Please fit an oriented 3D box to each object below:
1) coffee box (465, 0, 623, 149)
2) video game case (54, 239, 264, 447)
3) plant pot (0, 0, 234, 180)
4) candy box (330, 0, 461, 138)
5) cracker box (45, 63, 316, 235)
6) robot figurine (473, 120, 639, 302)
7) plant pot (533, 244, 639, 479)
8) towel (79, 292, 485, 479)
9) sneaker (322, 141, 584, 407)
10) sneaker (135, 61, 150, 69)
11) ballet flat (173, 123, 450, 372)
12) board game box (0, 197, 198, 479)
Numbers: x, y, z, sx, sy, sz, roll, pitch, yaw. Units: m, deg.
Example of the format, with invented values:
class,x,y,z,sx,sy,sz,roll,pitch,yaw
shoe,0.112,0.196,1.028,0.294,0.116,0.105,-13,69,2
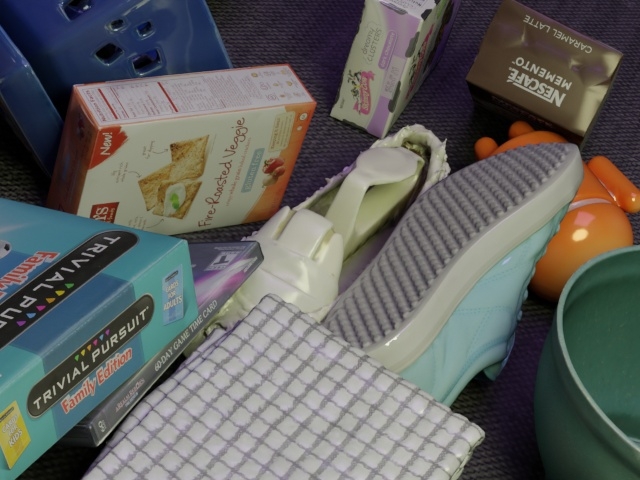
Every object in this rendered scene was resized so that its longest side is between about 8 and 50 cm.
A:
class,x,y,z,sx,sy,sz,roll,pitch,yaw
coffee box,0.242,-0.172,1.716,0.141,0.098,0.246,27,2,9
video game case,-0.193,0.079,1.321,0.196,0.026,0.274,-2,29,31
plant pot,-0.238,-0.207,1.527,0.212,0.236,0.236,-35,59,-9
candy box,0.095,-0.234,1.768,0.070,0.165,0.196,26,41,9
cracker box,-0.134,-0.080,1.505,0.232,0.156,0.067,-9,49,-30
robot figurine,0.235,-0.024,1.625,0.158,0.128,0.219,2,41,-37
plant pot,0.309,0.175,1.377,0.293,0.196,0.293,12,40,-10
towel,-0.043,0.202,1.241,0.235,0.121,0.284,31,51,15
sneaker,0.137,0.048,1.482,0.135,0.150,0.366,11,43,45
sneaker,-0.144,-0.159,1.670,0.089,0.051,0.170,-6,44,-23
ballet flat,0.000,0.000,1.492,0.147,0.147,0.409,33,42,14
board game box,-0.307,0.056,1.239,0.336,0.079,0.254,12,34,28
